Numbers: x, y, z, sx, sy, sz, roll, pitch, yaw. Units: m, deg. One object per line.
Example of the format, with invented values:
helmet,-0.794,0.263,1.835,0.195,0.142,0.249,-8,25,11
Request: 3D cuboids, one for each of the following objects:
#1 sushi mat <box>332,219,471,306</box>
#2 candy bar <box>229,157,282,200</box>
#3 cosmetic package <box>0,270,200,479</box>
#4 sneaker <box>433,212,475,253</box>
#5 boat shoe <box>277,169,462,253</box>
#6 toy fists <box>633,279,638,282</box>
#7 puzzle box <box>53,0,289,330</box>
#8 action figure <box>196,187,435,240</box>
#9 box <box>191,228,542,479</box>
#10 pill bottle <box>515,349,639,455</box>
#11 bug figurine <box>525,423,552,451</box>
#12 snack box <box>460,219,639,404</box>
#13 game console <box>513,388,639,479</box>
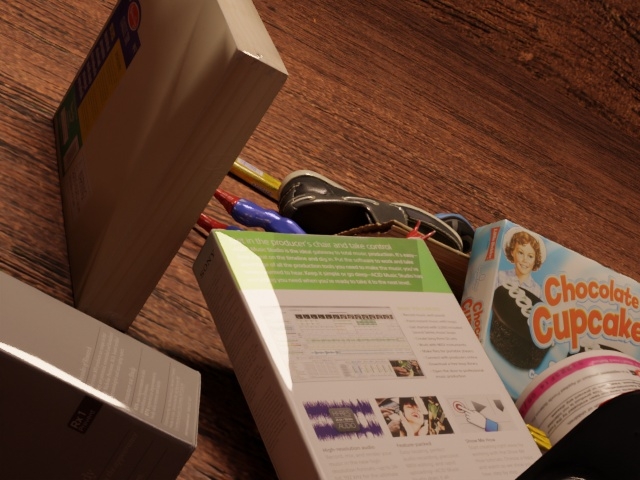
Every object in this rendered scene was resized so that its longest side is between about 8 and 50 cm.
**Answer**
sushi mat,0.159,0.051,1.615,0.316,0.019,0.151,24,-21,-27
candy bar,-0.058,-0.063,1.680,0.161,0.018,0.040,30,16,-7
cosmetic package,-0.207,0.099,0.885,0.238,0.127,0.107,26,21,-15
sneaker,0.142,0.006,1.788,0.188,0.067,0.078,5,55,-57
boat shoe,0.060,-0.007,1.636,0.233,0.084,0.079,20,18,-14
toy fists,0.455,0.144,1.890,0.279,0.096,0.142,33,29,-7
puzzle box,-0.155,-0.133,1.307,0.052,0.272,0.409,24,22,-25
action figure,0.000,0.000,1.466,0.280,0.091,0.139,38,48,10
box,0.049,0.126,1.171,0.232,0.058,0.322,3,47,-34
pill bottle,0.294,0.241,1.287,0.160,0.160,0.283,23,21,-27
bug figurine,0.072,0.142,1.310,0.279,0.072,0.216,26,13,-6
snack box,0.293,0.121,1.559,0.322,0.187,0.060,23,-22,-27
game console,0.219,0.301,0.822,0.386,0.342,0.060,45,-17,30
